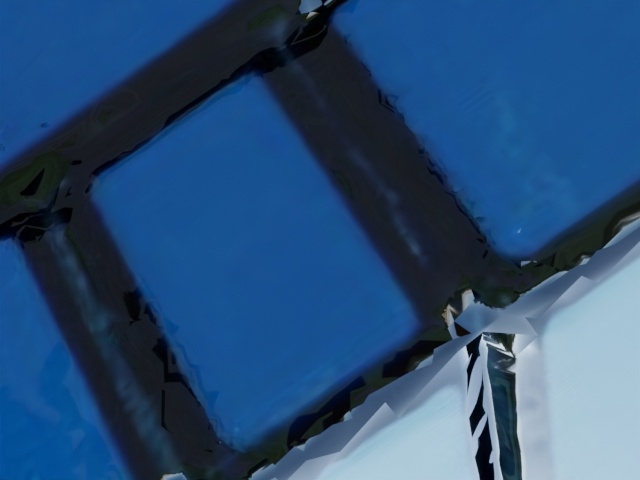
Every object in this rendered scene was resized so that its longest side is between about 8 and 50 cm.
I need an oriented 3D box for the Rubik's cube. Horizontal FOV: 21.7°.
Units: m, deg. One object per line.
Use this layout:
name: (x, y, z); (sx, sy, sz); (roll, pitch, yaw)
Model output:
Rubik's cube: (0.000, 0.000, 0.513); (0.288, 0.283, 0.293); (-34, 148, 1)
